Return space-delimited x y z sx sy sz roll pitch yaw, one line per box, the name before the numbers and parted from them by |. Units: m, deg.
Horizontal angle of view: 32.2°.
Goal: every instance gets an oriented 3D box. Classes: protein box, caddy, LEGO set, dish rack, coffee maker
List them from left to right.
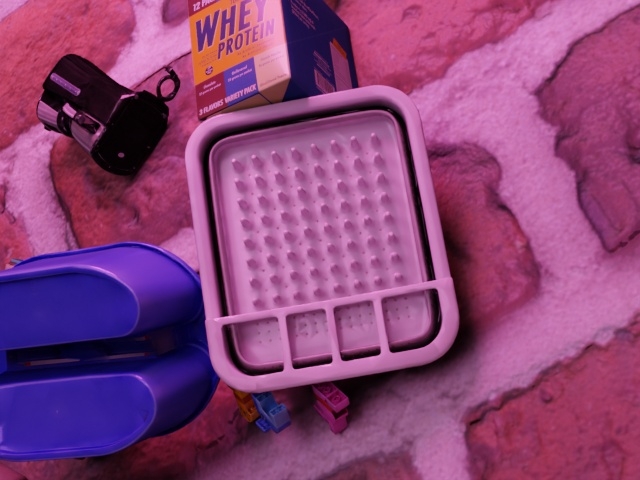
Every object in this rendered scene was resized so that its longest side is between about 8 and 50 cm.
caddy | -0.284 0.132 1.330 0.341 0.179 0.241 -7 95 20
coffee maker | -0.315 -0.203 1.651 0.171 0.120 0.178 -41 51 -18
LEGO set | -0.061 0.182 1.337 0.087 0.093 0.227 -32 44 -21
protein box | -0.054 -0.219 1.420 0.136 0.200 0.201 -21 60 23
dish rack | 0.000 0.000 1.299 0.285 0.072 0.333 -10 78 5

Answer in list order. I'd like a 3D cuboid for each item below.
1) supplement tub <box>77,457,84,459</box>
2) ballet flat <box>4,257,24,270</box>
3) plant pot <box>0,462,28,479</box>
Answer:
supplement tub | -0.301 0.186 1.468 0.106 0.106 0.198 20 83 37
ballet flat | -0.365 0.079 1.574 0.248 0.086 0.086 7 74 41
plant pot | -0.328 0.438 1.216 0.280 0.323 0.323 24 83 2
